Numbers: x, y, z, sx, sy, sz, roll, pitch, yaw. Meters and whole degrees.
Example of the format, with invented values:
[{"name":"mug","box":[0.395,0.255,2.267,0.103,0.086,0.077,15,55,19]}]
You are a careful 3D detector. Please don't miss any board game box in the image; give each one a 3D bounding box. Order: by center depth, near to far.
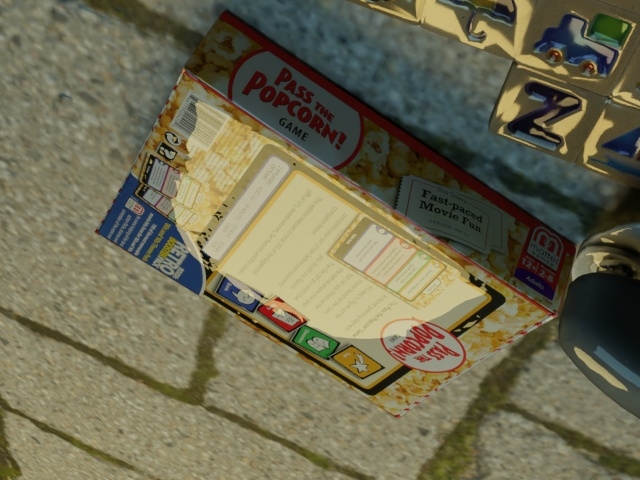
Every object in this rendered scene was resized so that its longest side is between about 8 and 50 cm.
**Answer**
[{"name":"board game box","box":[0.000,0.000,0.484,0.193,0.045,0.147,33,142,-9]}]

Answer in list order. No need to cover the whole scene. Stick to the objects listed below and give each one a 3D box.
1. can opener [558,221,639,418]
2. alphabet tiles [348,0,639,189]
[{"name":"can opener","box":[0.227,0.064,0.393,0.280,0.093,0.074,19,158,2]},{"name":"alphabet tiles","box":[0.120,-0.092,0.336,0.237,0.009,0.198,22,143,7]}]
